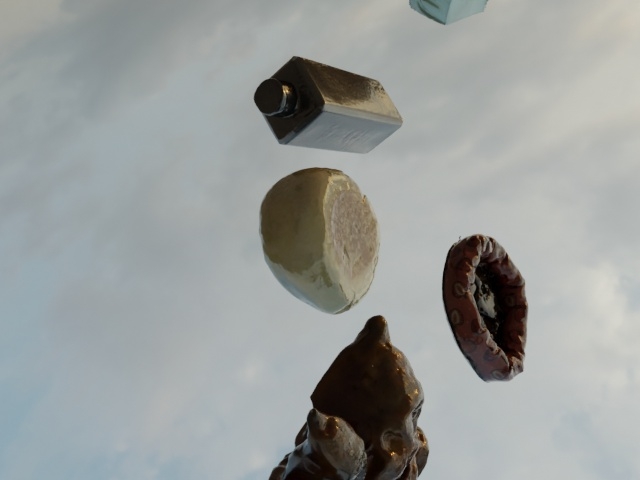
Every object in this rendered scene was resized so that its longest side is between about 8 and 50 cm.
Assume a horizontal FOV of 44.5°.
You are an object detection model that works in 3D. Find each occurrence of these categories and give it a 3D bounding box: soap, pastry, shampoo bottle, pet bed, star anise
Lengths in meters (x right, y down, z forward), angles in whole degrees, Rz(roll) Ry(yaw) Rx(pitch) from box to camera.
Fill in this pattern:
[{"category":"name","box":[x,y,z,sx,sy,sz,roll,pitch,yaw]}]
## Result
[{"category":"soap","box":[0.187,-0.436,1.191,0.091,0.231,0.145,-30,-137,-10]},{"category":"pastry","box":[0.000,0.000,0.814,0.092,0.156,0.156,-17,-146,33]},{"category":"shampoo bottle","box":[0.007,-0.161,0.956,0.080,0.079,0.246,-38,163,27]},{"category":"pet bed","box":[0.222,0.086,1.044,0.053,0.201,0.201,-17,-146,35]},{"category":"star anise","box":[-0.003,0.152,0.434,0.212,0.111,0.196,-54,-178,-33]}]
